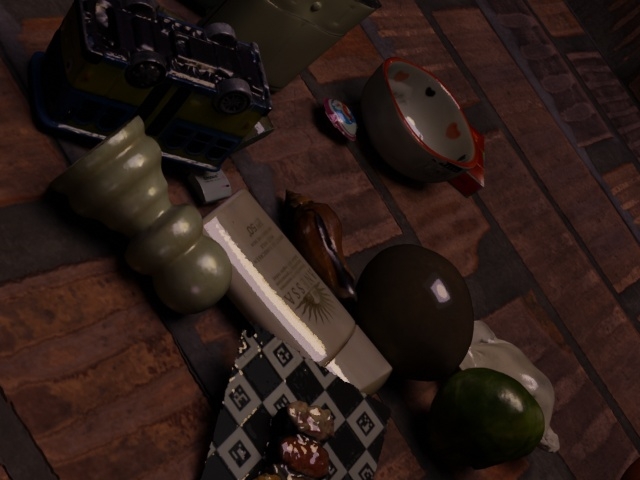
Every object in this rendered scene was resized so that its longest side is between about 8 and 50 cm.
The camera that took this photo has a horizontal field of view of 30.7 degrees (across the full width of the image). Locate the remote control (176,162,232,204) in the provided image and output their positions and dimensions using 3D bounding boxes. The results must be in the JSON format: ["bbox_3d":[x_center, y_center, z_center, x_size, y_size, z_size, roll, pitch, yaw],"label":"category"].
[{"bbox_3d":[-0.194,-0.126,1.702,0.065,0.029,0.166,-19,71,-51],"label":"remote control"}]

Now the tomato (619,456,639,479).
[{"bbox_3d":[0.613,0.507,1.917,0.341,0.273,0.341,20,43,-20],"label":"tomato"}]

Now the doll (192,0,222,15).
[{"bbox_3d":[-0.181,-0.521,1.981,0.177,0.161,0.261,30,41,-30],"label":"doll"}]

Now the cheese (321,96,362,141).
[{"bbox_3d":[0.041,-0.217,2.085,0.095,0.038,0.145,58,20,4],"label":"cheese"}]

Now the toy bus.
[{"bbox_3d":[-0.227,-0.216,1.581,0.287,0.175,0.138,14,47,-35],"label":"toy bus"}]

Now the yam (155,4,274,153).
[{"bbox_3d":[-0.172,-0.251,1.789,0.259,0.106,0.106,59,32,7],"label":"yam"}]

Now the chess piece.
[{"bbox_3d":[-0.209,-0.019,1.488,0.251,0.144,0.144,52,31,-11],"label":"chess piece"}]

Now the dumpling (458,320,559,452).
[{"bbox_3d":[0.301,0.246,1.884,0.250,0.132,0.162,54,28,1],"label":"dumpling"}]

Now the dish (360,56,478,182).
[{"bbox_3d":[0.168,-0.207,2.167,0.256,0.117,0.256,32,38,-30],"label":"dish"}]

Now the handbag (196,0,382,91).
[{"bbox_3d":[-0.036,-0.383,1.886,0.241,0.315,0.109,17,44,-45],"label":"handbag"}]

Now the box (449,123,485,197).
[{"bbox_3d":[0.278,-0.180,2.349,0.112,0.048,0.175,38,35,-23],"label":"box"}]

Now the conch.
[{"bbox_3d":[-0.002,-0.005,1.753,0.086,0.080,0.233,8,28,-22],"label":"conch"}]

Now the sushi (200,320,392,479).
[{"bbox_3d":[-0.016,0.269,1.457,0.264,0.050,0.290,36,50,-25],"label":"sushi"}]

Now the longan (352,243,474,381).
[{"bbox_3d":[0.139,0.109,1.758,0.198,0.198,0.212,-5,80,-54],"label":"longan"}]

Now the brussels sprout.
[{"bbox_3d":[0.240,0.265,1.742,0.161,0.180,0.144,28,47,-50],"label":"brussels sprout"}]

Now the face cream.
[{"bbox_3d":[-0.041,0.093,1.635,0.348,0.081,0.173,51,30,-3],"label":"face cream"}]
